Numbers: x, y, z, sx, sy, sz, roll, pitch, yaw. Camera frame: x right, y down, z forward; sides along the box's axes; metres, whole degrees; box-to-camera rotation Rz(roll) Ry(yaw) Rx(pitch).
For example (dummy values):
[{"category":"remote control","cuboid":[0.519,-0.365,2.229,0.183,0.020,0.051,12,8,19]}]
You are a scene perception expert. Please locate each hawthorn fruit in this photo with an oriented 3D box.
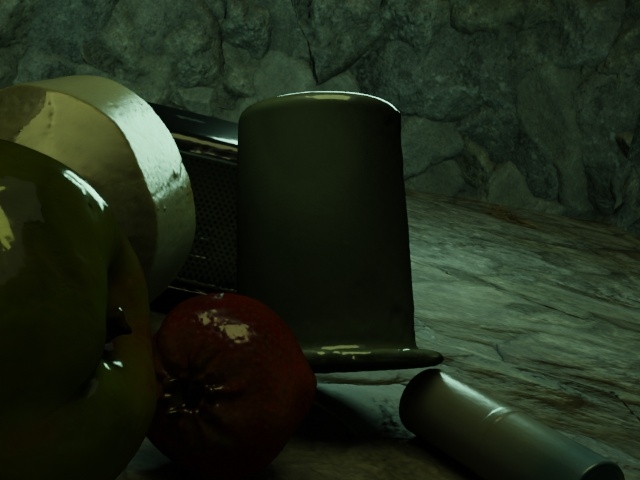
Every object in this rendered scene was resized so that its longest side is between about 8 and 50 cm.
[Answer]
[{"category":"hawthorn fruit","cuboid":[-0.045,0.136,1.069,0.165,0.165,0.285,19,4,35]}]

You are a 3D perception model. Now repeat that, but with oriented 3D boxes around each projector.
[{"category":"projector","cuboid":[-0.209,-0.058,1.665,0.405,0.242,0.395,13,8,-6]}]

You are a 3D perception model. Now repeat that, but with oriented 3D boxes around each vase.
[{"category":"vase","cuboid":[0.000,0.000,1.261,0.245,0.291,0.245,-3,-10,-1]}]

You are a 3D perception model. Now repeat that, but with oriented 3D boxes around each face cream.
[{"category":"face cream","cuboid":[0.180,0.201,1.138,0.077,0.077,0.250,5,12,-34]}]

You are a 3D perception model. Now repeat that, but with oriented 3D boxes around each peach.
[{"category":"peach","cuboid":[-0.275,0.066,0.783,0.316,0.281,0.314,5,14,10]}]

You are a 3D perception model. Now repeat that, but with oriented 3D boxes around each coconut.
[{"category":"coconut","cuboid":[-0.295,-0.036,1.308,0.323,0.322,0.323,12,10,-2]}]
